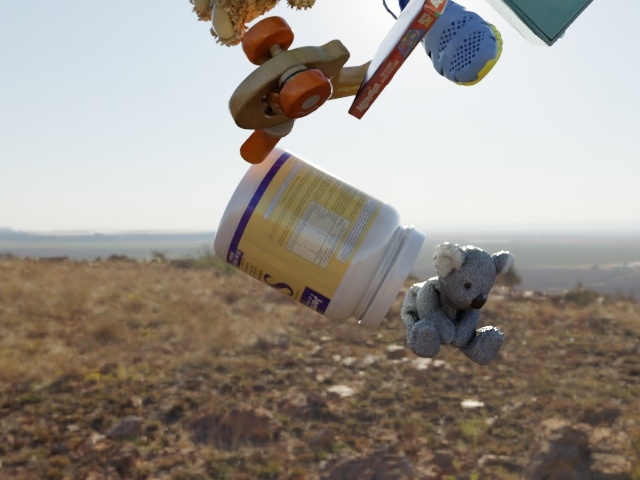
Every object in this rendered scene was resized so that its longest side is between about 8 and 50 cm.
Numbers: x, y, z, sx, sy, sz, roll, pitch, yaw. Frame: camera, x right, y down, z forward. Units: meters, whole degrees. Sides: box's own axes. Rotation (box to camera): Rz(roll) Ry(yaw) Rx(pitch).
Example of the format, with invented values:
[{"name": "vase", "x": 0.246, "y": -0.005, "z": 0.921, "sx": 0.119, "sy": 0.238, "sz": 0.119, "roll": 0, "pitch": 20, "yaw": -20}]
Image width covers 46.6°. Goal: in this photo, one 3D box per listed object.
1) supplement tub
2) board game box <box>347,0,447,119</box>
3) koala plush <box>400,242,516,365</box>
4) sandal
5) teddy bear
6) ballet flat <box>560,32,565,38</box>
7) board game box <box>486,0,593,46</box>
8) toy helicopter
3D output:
[{"name": "supplement tub", "x": 0.000, "y": 0.000, "z": 1.365, "sx": 0.332, "sy": 0.241, "sz": 0.241, "roll": 28, "pitch": 4, "yaw": 4}, {"name": "board game box", "x": 0.118, "y": -0.288, "z": 1.026, "sx": 0.027, "sy": 0.145, "sz": 0.281, "roll": 27, "pitch": -24, "yaw": -8}, {"name": "koala plush", "x": 0.274, "y": 0.100, "z": 1.481, "sx": 0.196, "sy": 0.221, "sz": 0.203, "roll": 8, "pitch": 33, "yaw": -19}, {"name": "sandal", "x": 0.196, "y": -0.383, "z": 1.298, "sx": 0.138, "sy": 0.126, "sz": 0.317, "roll": 18, "pitch": 29, "yaw": -41}, {"name": "teddy bear", "x": -0.065, "y": -0.443, "z": 1.149, "sx": 0.245, "sy": 0.338, "sz": 0.113, "roll": 35, "pitch": 1, "yaw": 44}, {"name": "ballet flat", "x": 0.227, "y": -0.339, "z": 0.832, "sx": 0.077, "sy": 0.240, "sz": 0.091, "roll": 3, "pitch": 31, "yaw": 33}, {"name": "board game box", "x": 0.140, "y": -0.357, "z": 0.561, "sx": 0.336, "sy": 0.254, "sz": 0.079, "roll": 42, "pitch": 14, "yaw": -8}, {"name": "toy helicopter", "x": -0.008, "y": -0.246, "z": 1.249, "sx": 0.355, "sy": 0.140, "sz": 0.235, "roll": -19, "pitch": -21, "yaw": -44}]
